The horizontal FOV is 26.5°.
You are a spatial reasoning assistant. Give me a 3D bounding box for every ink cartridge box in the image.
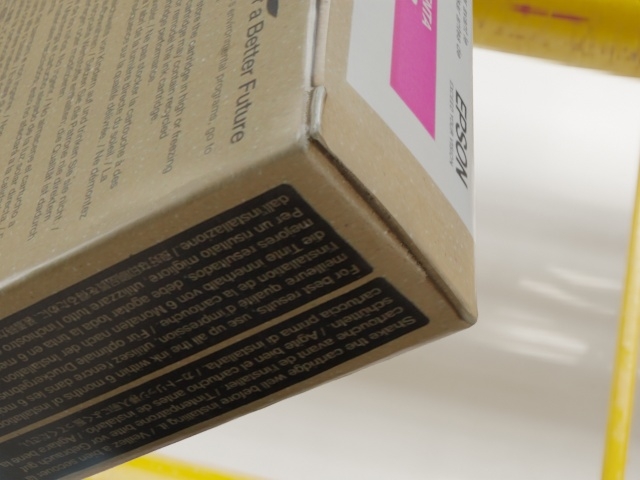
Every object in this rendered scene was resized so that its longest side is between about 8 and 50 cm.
[{"bbox_3d":[-0.048,-0.048,0.463,0.193,0.235,0.088,-23,-51,27],"label":"ink cartridge box"}]
